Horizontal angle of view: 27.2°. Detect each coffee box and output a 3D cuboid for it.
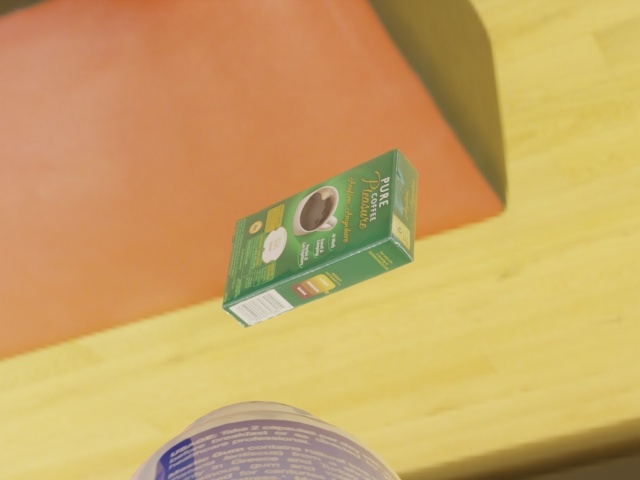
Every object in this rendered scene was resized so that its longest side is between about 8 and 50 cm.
[{"bbox_3d":[0.000,0.000,1.168,0.184,0.113,0.040,-24,129,27],"label":"coffee box"}]

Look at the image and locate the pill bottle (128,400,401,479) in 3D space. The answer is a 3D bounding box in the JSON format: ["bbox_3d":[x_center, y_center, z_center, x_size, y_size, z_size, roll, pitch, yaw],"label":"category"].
[{"bbox_3d":[-0.021,0.160,0.549,0.152,0.152,0.272,1,-169,-4],"label":"pill bottle"}]
